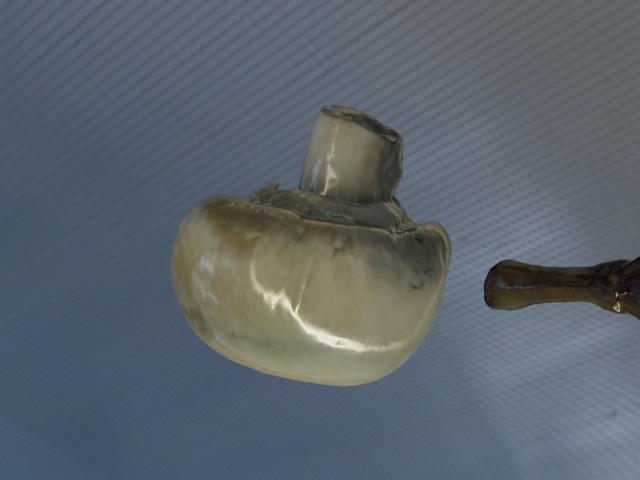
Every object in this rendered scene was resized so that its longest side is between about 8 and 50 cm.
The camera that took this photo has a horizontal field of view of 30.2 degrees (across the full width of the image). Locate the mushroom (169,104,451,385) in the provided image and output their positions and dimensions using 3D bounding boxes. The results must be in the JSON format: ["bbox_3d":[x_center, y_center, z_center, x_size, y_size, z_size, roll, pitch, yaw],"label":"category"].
[{"bbox_3d":[0.000,0.000,1.010,0.254,0.234,0.260,7,-177,-34],"label":"mushroom"}]

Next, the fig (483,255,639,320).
[{"bbox_3d":[0.239,0.044,0.638,0.321,0.217,0.217,-1,139,25],"label":"fig"}]
